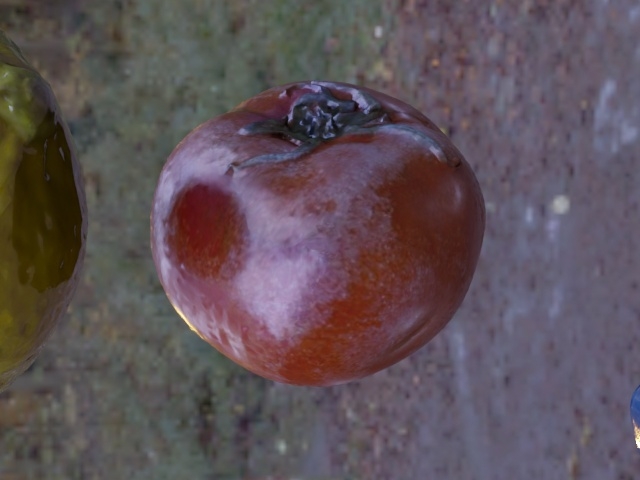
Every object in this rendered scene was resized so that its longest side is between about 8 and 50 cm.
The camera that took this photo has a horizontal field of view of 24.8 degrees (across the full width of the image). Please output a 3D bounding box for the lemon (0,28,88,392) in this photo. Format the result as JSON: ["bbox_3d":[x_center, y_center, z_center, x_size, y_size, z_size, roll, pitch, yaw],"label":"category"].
[{"bbox_3d":[-0.309,-0.008,0.904,0.336,0.336,0.336,-179,90,-76],"label":"lemon"}]

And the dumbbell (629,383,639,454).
[{"bbox_3d":[0.276,0.024,0.522,0.160,0.325,0.144,39,-165,-50],"label":"dumbbell"}]

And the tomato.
[{"bbox_3d":[-0.002,0.002,0.994,0.232,0.232,0.189,-113,17,-59],"label":"tomato"}]
